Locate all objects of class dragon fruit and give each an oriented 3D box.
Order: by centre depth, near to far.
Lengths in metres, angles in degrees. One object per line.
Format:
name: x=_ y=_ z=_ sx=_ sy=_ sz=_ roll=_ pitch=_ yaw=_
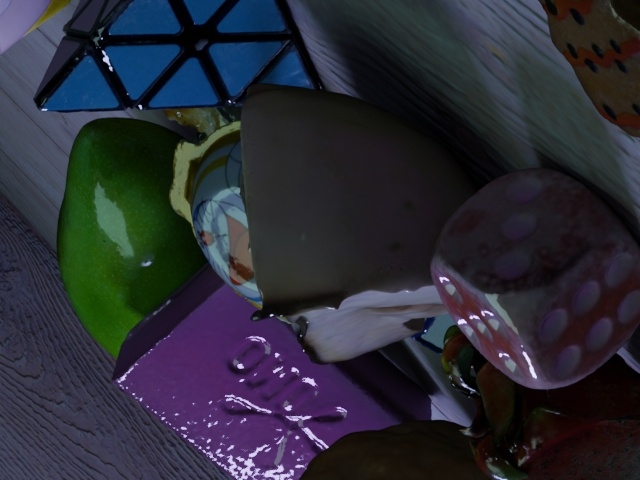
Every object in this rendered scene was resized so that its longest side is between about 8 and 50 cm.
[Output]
dragon fruit: x=0.151 y=0.102 z=1.066 sx=0.175 sy=0.138 sz=0.142 roll=51 pitch=-157 yaw=17

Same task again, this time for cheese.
cheese: x=0.000 y=0.000 z=1.315 sx=0.270 sy=0.069 sz=0.177 roll=25 pitch=127 yaw=18

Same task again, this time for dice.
dice: x=0.124 y=0.021 z=0.991 sx=0.091 sy=0.093 sz=0.094 roll=40 pitch=165 yaw=42

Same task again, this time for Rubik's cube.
Rubik's cube: x=-0.140 y=-0.159 z=1.232 sx=0.190 sy=0.178 sz=0.211 roll=43 pitch=165 yaw=43

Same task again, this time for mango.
mango: x=-0.171 y=0.001 z=1.762 sx=0.225 sy=0.201 sz=0.382 roll=60 pitch=171 yaw=30

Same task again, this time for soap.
soap: x=-0.046 y=0.139 z=1.650 sx=0.259 sy=0.181 sz=0.081 roll=42 pitch=-157 yaw=-18

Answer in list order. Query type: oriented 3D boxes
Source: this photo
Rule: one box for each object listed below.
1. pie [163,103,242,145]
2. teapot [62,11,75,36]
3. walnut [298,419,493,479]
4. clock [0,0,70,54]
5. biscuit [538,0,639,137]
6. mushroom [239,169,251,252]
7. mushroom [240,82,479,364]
pie: x=-0.029 y=-0.022 z=1.493 sx=0.302 sy=0.067 sz=0.302 roll=48 pitch=166 yaw=16
teapot: x=-0.223 y=-0.191 z=1.721 sx=0.067 sy=0.057 sz=0.083 roll=1 pitch=127 yaw=40
walnut: x=0.113 y=0.311 z=1.458 sx=0.344 sy=0.306 sz=0.306 roll=10 pitch=140 yaw=56
clock: x=-0.433 y=-0.323 z=1.608 sx=0.368 sy=0.250 sz=0.377 roll=37 pitch=163 yaw=46
biscuit: x=0.133 y=-0.090 z=0.802 sx=0.130 sy=0.019 sz=0.119 roll=54 pitch=167 yaw=-16
mushroom: x=-0.047 y=-0.071 z=1.239 sx=0.026 sy=0.028 sz=0.286 roll=36 pitch=-158 yaw=-25
mushroom: x=0.043 y=-0.024 z=1.138 sx=0.236 sy=0.162 sz=0.173 roll=59 pitch=-156 yaw=-76
